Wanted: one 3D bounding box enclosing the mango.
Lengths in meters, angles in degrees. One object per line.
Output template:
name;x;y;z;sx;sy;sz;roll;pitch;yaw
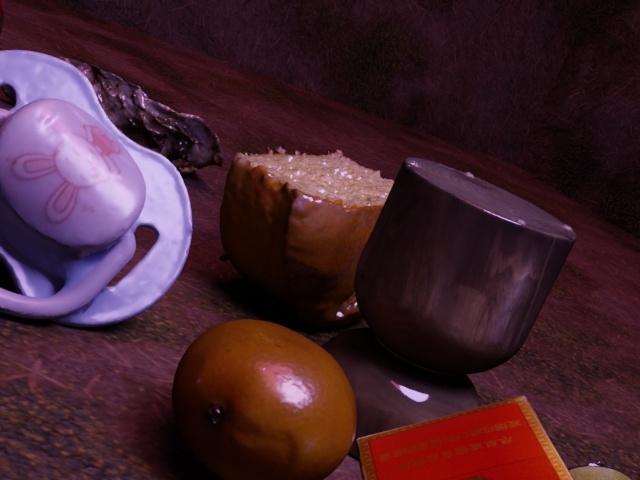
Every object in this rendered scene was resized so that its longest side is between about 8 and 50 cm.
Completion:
mango;-0.047;0.128;0.911;0.152;0.120;0.221;26;6;-8

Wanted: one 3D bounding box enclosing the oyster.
oyster;-0.332;-0.195;1.747;0.396;0.110;0.204;23;-4;0

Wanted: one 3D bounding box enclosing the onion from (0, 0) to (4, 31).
onion;-0.556;-0.269;1.496;0.272;0.195;0.272;-6;35;4

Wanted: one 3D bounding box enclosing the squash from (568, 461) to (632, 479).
squash;0.220;0.260;0.856;0.123;0.123;0.186;23;13;-5

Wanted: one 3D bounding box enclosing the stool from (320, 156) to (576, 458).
stool;0.109;0.073;1.067;0.179;0.264;0.179;23;13;-5

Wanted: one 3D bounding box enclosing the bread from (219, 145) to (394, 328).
bread;0.000;0.000;1.354;0.194;0.178;0.340;28;16;22

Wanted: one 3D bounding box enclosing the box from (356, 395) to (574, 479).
box;0.115;0.208;0.826;0.153;0.074;0.240;-11;16;-1

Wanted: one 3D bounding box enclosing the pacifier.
pacifier;-0.273;-0.031;1.075;0.287;0.238;0.226;42;-24;-10
